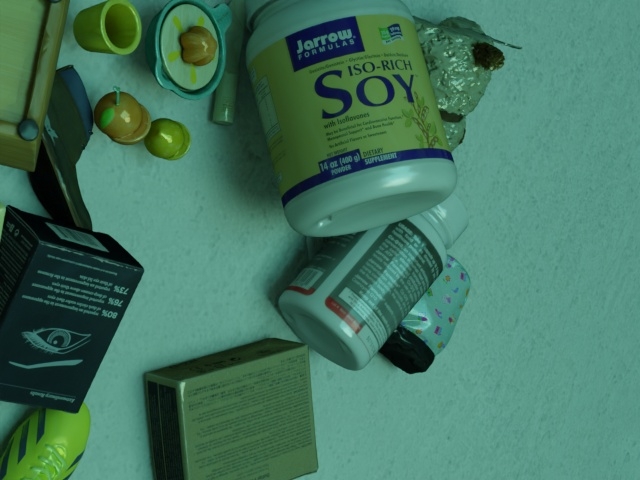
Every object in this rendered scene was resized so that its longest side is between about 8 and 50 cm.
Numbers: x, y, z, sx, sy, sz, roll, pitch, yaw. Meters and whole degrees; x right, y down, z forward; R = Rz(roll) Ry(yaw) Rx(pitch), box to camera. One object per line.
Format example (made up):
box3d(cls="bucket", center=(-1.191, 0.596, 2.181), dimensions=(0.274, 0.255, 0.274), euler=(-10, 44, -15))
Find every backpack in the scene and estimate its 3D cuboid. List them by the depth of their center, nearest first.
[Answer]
box3d(cls="backpack", center=(0.153, 0.103, 1.967), dimensions=(0.152, 0.115, 0.182), euler=(43, 63, -34))

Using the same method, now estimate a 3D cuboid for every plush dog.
box3d(cls="plush dog", center=(0.178, -0.218, 1.934), dimensions=(0.262, 0.210, 0.225), euler=(-4, 119, -43))

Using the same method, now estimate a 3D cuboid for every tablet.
box3d(cls="tablet", center=(0.000, 0.000, 1.891), dimensions=(0.054, 0.006, 0.083), euler=(-16, 104, -41))

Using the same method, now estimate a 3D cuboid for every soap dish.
box3d(cls="soap dish", center=(-0.422, -0.220, 1.375), dimensions=(0.291, 0.118, 0.229), euler=(14, 83, -29))

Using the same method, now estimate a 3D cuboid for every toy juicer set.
box3d(cls="toy juicer set", center=(-0.169, -0.213, 1.634), dimensions=(0.329, 0.089, 0.209), euler=(-17, 104, -53))

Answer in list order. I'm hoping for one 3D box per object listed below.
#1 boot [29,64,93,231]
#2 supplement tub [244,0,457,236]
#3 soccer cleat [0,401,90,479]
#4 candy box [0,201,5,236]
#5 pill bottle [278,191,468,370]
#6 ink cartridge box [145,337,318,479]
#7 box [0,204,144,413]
box3d(cls="boot", center=(-0.308, -0.109, 1.550), dimensions=(0.106, 0.082, 0.219), euler=(-35, 114, -32))
box3d(cls="supplement tub", center=(0.033, -0.192, 1.703), dimensions=(0.241, 0.241, 0.331), euler=(-6, 76, -42))
box3d(cls="soccer cleat", center=(-0.364, 0.307, 1.499), dimensions=(0.093, 0.121, 0.289), euler=(46, 62, -15))
box3d(cls="candy box", center=(-0.426, 0.059, 1.304), dimensions=(0.087, 0.183, 0.316), euler=(-9, 128, -41))
box3d(cls="pill bottle", center=(0.084, 0.037, 1.845), dimensions=(0.283, 0.161, 0.161), euler=(-49, 123, -19))
box3d(cls="ink cartridge box", center=(-0.120, 0.254, 1.747), dimensions=(0.235, 0.088, 0.193), euler=(-12, 103, -42))
box3d(cls="box", center=(-0.330, 0.085, 1.487), dimensions=(0.153, 0.108, 0.207), euler=(20, 102, -42))
